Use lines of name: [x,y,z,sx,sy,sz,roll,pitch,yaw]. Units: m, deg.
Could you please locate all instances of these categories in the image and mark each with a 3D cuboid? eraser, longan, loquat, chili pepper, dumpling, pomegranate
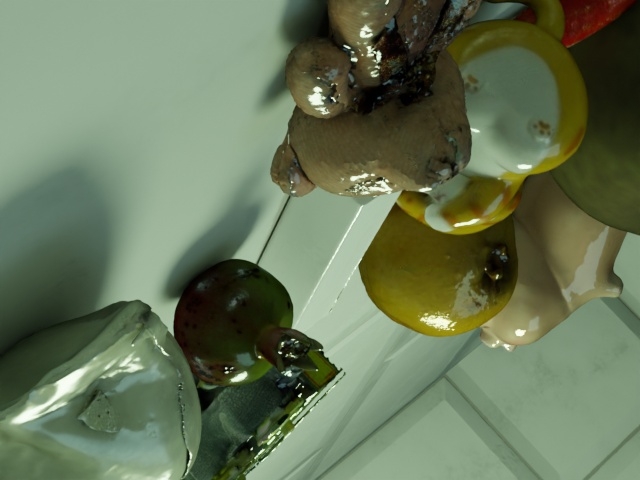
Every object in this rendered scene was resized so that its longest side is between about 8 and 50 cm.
eraser: [0.000,0.001,1.406,0.076,0.078,0.298,-33,164,-32]
longan: [0.437,-0.160,1.580,0.361,0.361,0.361,-40,167,-11]
loquat: [0.145,0.014,1.618,0.208,0.208,0.208,-40,167,-11]
chili pepper: [0.277,-0.254,1.449,0.272,0.071,0.063,-32,-157,-20]
dumpling: [-0.226,0.172,1.101,0.260,0.181,0.341,-28,-175,-19]
pomegranate: [-0.079,0.096,1.317,0.129,0.159,0.129,-19,138,-18]

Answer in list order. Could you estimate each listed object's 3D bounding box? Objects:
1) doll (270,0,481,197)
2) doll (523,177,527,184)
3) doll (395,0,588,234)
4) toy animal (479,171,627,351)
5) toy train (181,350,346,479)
doll: [0.068,-0.132,1.033,0.201,0.156,0.303,-31,159,-21]
doll: [0.340,-0.100,2.099,0.142,0.076,0.245,-36,163,7]
doll: [0.155,-0.107,1.319,0.162,0.166,0.269,-48,177,-41]
toy animal: [0.318,0.009,1.924,0.237,0.269,0.326,-98,-151,-81]
toy train: [-0.097,0.213,1.699,0.261,0.134,0.177,-49,174,31]
